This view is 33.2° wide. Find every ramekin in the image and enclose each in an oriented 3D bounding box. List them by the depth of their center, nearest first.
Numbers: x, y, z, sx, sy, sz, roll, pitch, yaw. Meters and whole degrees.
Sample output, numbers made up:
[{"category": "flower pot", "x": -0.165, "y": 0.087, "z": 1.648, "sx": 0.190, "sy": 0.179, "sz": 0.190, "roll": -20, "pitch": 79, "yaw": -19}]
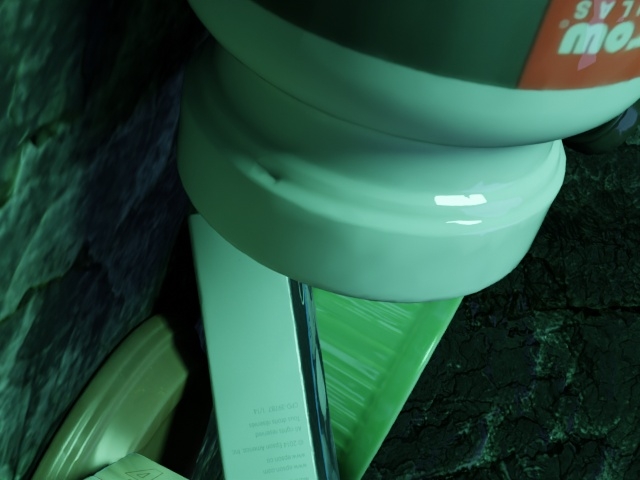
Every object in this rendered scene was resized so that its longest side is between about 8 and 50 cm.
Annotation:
[{"category": "ramekin", "x": 0.045, "y": 0.126, "z": 1.240, "sx": 0.303, "sy": 0.148, "sz": 0.303, "roll": -59, "pitch": 172, "yaw": -13}]

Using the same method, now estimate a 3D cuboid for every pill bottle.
[{"category": "pill bottle", "x": 0.058, "y": -0.166, "z": 0.389, "sx": 0.210, "sy": 0.210, "sz": 0.362, "roll": -58, "pitch": 167, "yaw": -51}]

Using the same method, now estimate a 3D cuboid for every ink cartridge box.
[{"category": "ink cartridge box", "x": -0.022, "y": 0.151, "z": 0.693, "sx": 0.165, "sy": 0.065, "sz": 0.332, "roll": 57, "pitch": 25, "yaw": -82}]

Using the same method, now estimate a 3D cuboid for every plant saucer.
[{"category": "plant saucer", "x": -0.134, "y": 0.178, "z": 0.675, "sx": 0.278, "sy": 0.041, "sz": 0.277, "roll": 23, "pitch": 90, "yaw": -82}]

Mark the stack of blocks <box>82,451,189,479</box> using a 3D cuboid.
[{"category": "stack of blocks", "x": -0.137, "y": 0.217, "z": 0.431, "sx": 0.171, "sy": 0.087, "sz": 0.297, "roll": -70, "pitch": 164, "yaw": 12}]

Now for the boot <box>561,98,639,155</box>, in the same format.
[{"category": "boot", "x": 0.159, "y": -0.227, "z": 1.135, "sx": 0.260, "sy": 0.348, "sz": 0.131, "roll": 28, "pitch": 90, "yaw": -40}]
